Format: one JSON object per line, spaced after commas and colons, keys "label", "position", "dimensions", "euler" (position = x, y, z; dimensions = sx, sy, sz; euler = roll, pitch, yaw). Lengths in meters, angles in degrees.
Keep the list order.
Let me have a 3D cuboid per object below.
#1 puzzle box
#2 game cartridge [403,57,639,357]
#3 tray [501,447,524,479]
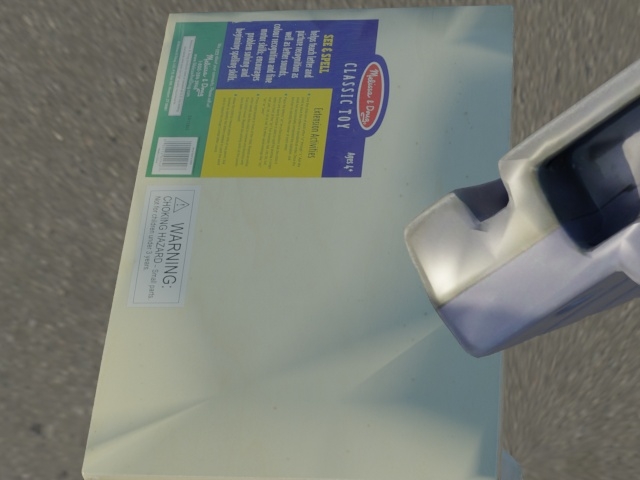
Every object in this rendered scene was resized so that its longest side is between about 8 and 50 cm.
{"label": "puzzle box", "position": [0.000, 0.000, 1.255], "dimensions": [0.272, 0.052, 0.409], "euler": [0, 54, 10]}
{"label": "game cartridge", "position": [0.215, -0.082, 0.504], "dimensions": [0.355, 0.230, 0.068], "euler": [-36, 73, 33]}
{"label": "tray", "position": [0.073, 0.138, 1.447], "dimensions": [0.270, 0.145, 0.030], "euler": [42, 107, -1]}
